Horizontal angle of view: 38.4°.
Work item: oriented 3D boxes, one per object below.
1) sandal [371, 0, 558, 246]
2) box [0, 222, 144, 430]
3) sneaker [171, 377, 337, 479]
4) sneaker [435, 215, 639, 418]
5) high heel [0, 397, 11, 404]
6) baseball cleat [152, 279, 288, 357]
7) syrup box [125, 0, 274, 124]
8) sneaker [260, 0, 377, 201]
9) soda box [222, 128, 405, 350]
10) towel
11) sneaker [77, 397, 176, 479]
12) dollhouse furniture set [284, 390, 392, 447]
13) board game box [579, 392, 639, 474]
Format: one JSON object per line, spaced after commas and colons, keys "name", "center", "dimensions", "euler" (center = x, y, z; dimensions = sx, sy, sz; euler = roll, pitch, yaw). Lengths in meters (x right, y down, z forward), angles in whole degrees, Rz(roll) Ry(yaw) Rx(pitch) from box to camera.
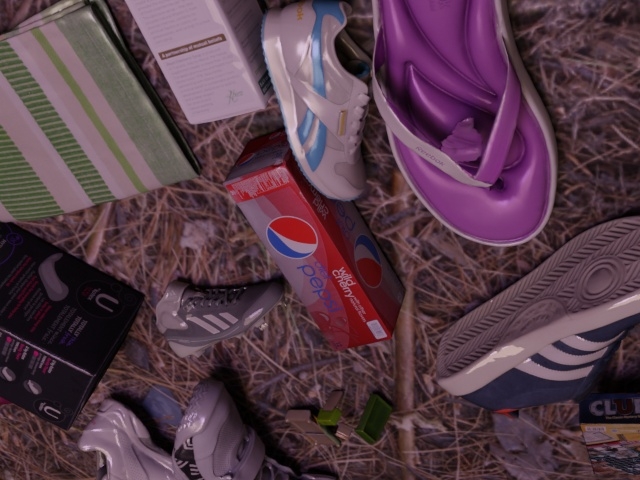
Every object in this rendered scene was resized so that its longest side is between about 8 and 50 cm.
{"name": "sandal", "center": [0.124, -0.146, 0.900], "dimensions": [0.170, 0.102, 0.416], "euler": [-7, 124, 24]}
{"name": "box", "center": [-0.404, 0.102, 1.229], "dimensions": [0.270, 0.165, 0.143], "euler": [29, 130, -4]}
{"name": "sneaker", "center": [-0.087, 0.341, 1.335], "dimensions": [0.210, 0.137, 0.365], "euler": [9, 134, 11]}
{"name": "sneaker", "center": [0.296, 0.100, 1.031], "dimensions": [0.148, 0.131, 0.350], "euler": [35, 135, -21]}
{"name": "high heel", "center": [-0.582, 0.243, 1.388], "dimensions": [0.378, 0.181, 0.127], "euler": [-4, 125, 22]}
{"name": "baseball cleat", "center": [-0.143, 0.087, 1.193], "dimensions": [0.206, 0.072, 0.109], "euler": [-32, 105, 31]}
{"name": "syrup box", "center": [-0.126, -0.244, 0.912], "dimensions": [0.096, 0.093, 0.236], "euler": [-9, 123, 25]}
{"name": "sneaker", "center": [0.015, -0.138, 0.954], "dimensions": [0.092, 0.087, 0.228], "euler": [-6, 126, 20]}
{"name": "soda box", "center": [0.000, 0.000, 1.061], "dimensions": [0.084, 0.092, 0.263], "euler": [-16, 121, 29]}
{"name": "towel", "center": [-0.336, -0.141, 1.104], "dimensions": [0.325, 0.038, 0.247], "euler": [-13, 123, 25]}
{"name": "sneaker", "center": [-0.286, 0.355, 1.410], "dimensions": [0.232, 0.115, 0.090], "euler": [51, 156, -15]}
{"name": "dollhouse furniture set", "center": [0.025, 0.248, 1.293], "dimensions": [0.076, 0.058, 0.152], "euler": [44, 147, -26]}
{"name": "board game box", "center": [0.443, 0.234, 1.096], "dimensions": [0.243, 0.042, 0.165], "euler": [-4, 144, 21]}
